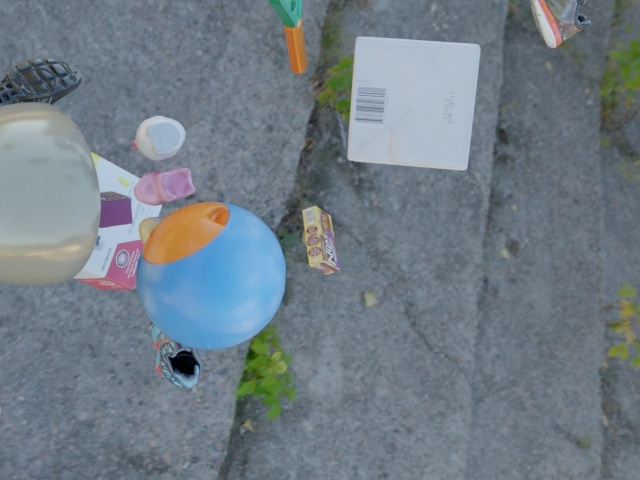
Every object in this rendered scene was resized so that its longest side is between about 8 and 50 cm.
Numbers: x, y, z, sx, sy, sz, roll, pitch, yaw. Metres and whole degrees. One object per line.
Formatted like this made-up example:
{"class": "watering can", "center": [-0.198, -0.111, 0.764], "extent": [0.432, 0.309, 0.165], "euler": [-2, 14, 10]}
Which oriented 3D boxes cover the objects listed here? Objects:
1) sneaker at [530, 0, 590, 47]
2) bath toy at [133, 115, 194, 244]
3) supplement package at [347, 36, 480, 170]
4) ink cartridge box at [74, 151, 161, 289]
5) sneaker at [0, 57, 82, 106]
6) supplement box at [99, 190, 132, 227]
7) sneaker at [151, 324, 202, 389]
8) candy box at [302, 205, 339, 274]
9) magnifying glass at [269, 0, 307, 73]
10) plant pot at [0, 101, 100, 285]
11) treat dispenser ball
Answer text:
{"class": "sneaker", "center": [0.251, -0.286, 0.769], "extent": [0.158, 0.064, 0.061], "euler": [54, 23, -40]}
{"class": "bath toy", "center": [-0.352, -0.103, 1.625], "extent": [0.151, 0.129, 0.349], "euler": [-13, 98, -24]}
{"class": "supplement package", "center": [0.146, -0.223, 1.132], "extent": [0.175, 0.293, 0.178], "euler": [5, 104, 7]}
{"class": "ink cartridge box", "center": [-0.610, -0.070, 1.762], "extent": [0.384, 0.160, 0.280], "euler": [31, 67, -43]}
{"class": "sneaker", "center": [-0.588, -0.266, 1.389], "extent": [0.267, 0.106, 0.101], "euler": [-31, 69, -26]}
{"class": "supplement box", "center": [-0.334, -0.049, 1.118], "extent": [0.054, 0.083, 0.043], "euler": [-10, 106, -34]}
{"class": "sneaker", "center": [-0.333, 0.294, 1.686], "extent": [0.104, 0.262, 0.125], "euler": [-23, 52, -15]}
{"class": "candy box", "center": [0.000, 0.000, 2.190], "extent": [0.109, 0.053, 0.187], "euler": [31, 45, -57]}
{"class": "magnifying glass", "center": [-0.039, -0.309, 0.950], "extent": [0.026, 0.231, 0.092], "euler": [15, 64, 11]}
{"class": "plant pot", "center": [-0.488, -0.061, 1.047], "extent": [0.190, 0.284, 0.284], "euler": [-12, 80, -54]}
{"class": "treat dispenser ball", "center": [-0.211, 0.068, 1.396], "extent": [0.288, 0.288, 0.289], "euler": [12, 67, -30]}
